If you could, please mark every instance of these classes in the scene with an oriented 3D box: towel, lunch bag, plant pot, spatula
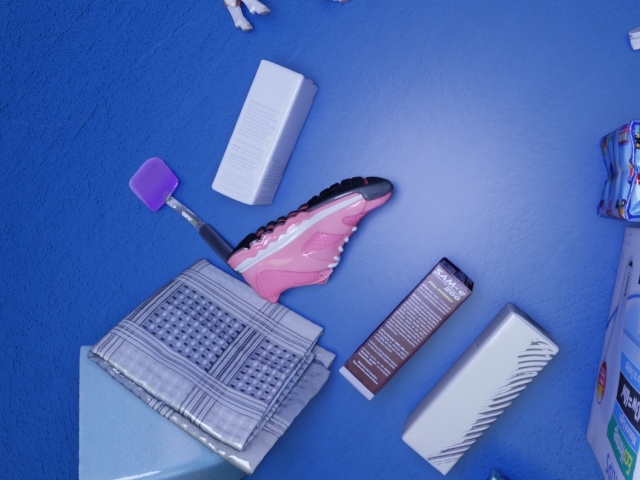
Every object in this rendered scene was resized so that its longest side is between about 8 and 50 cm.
[{"bbox_3d":[-0.154,0.181,1.085,0.324,0.312,0.056,33,125,9],"label":"towel"},{"bbox_3d":[0.563,-0.093,0.933,0.293,0.221,0.138,2,94,14],"label":"lunch bag"},{"bbox_3d":[-0.250,0.321,1.111,0.252,0.248,0.247,-6,53,-11],"label":"plant pot"},{"bbox_3d":[-0.235,-0.039,1.223,0.296,0.030,0.084,42,99,8],"label":"spatula"}]

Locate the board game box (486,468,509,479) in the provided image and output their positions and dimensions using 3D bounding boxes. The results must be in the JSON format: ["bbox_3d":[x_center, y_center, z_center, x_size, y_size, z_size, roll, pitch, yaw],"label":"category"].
[{"bbox_3d":[0.288,0.576,1.028,0.254,0.079,0.336,32,91,18],"label":"board game box"}]

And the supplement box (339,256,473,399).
[{"bbox_3d":[0.144,0.140,1.092,0.073,0.130,0.239,42,102,8],"label":"supplement box"}]

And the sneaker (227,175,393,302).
[{"bbox_3d":[0.000,0.000,1.147,0.314,0.116,0.136,-29,103,15],"label":"sneaker"}]

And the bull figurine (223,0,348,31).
[{"bbox_3d":[-0.049,-0.484,1.120,0.310,0.101,0.188,-14,91,13],"label":"bull figurine"}]

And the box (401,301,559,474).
[{"bbox_3d":[0.255,0.236,1.081,0.094,0.113,0.275,39,102,7],"label":"box"}]

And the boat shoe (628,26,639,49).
[{"bbox_3d":[0.530,-0.322,1.028,0.100,0.035,0.035,-19,116,10],"label":"boat shoe"}]

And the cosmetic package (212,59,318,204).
[{"bbox_3d":[-0.093,-0.178,1.139,0.085,0.117,0.231,23,97,10],"label":"cosmetic package"}]

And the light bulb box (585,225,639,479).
[{"bbox_3d":[0.519,0.176,0.888,0.225,0.358,0.361,10,94,15],"label":"light bulb box"}]
